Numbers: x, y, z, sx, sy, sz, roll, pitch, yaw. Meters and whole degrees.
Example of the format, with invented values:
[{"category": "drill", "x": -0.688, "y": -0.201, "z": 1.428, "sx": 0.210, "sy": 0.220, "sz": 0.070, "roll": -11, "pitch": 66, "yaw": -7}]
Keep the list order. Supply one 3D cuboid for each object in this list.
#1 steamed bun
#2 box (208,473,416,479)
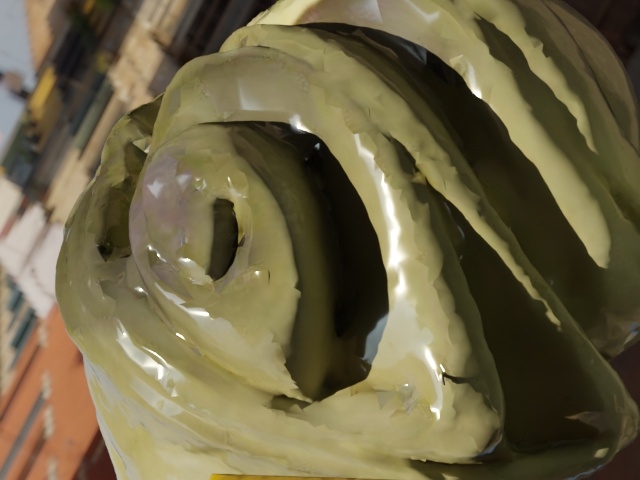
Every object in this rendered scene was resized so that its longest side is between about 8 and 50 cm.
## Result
[{"category": "steamed bun", "x": 0.000, "y": 0.000, "z": 0.866, "sx": 0.247, "sy": 0.352, "sz": 0.339, "roll": 28, "pitch": -139, "yaw": -37}, {"category": "box", "x": 0.091, "y": 0.243, "z": 0.607, "sx": 0.283, "sy": 0.260, "sz": 0.214, "roll": -1, "pitch": -144, "yaw": 16}]
